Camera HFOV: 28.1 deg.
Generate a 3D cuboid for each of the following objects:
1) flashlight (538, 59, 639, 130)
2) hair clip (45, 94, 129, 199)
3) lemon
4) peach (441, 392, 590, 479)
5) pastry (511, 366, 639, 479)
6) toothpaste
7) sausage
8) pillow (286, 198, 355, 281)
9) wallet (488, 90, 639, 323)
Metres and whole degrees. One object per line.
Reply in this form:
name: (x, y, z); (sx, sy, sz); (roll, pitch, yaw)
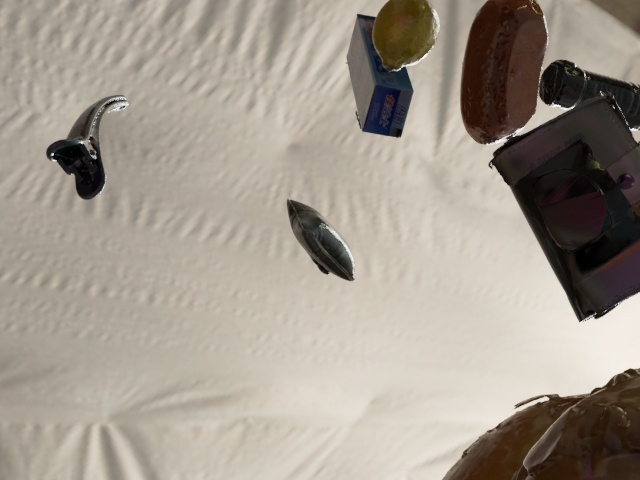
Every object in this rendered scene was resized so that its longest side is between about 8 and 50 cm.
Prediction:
flashlight: (0.421, -0.198, 1.822); (0.232, 0.093, 0.093); (9, -56, -22)
hair clip: (-0.286, -0.146, 1.640); (0.048, 0.275, 0.083); (-33, -69, 19)
lemon: (0.080, -0.198, 1.213); (0.062, 0.062, 0.083); (34, -105, -59)
peach: (0.238, 0.323, 1.160); (0.289, 0.373, 0.373); (-14, -37, -6)
pastry: (0.264, 0.189, 0.754); (0.162, 0.310, 0.255); (-35, -39, -67)
toothpaste: (0.070, -0.209, 1.599); (0.053, 0.272, 0.066); (9, -64, -8)
sausage: (0.293, -0.281, 2.086); (0.133, 0.133, 0.258); (-9, -68, -46)
pillow: (0.002, -0.001, 1.819); (0.055, 0.091, 0.136); (-23, -57, 28)
wallet: (0.306, -0.042, 1.420); (0.170, 0.231, 0.069); (-30, -16, 12)
